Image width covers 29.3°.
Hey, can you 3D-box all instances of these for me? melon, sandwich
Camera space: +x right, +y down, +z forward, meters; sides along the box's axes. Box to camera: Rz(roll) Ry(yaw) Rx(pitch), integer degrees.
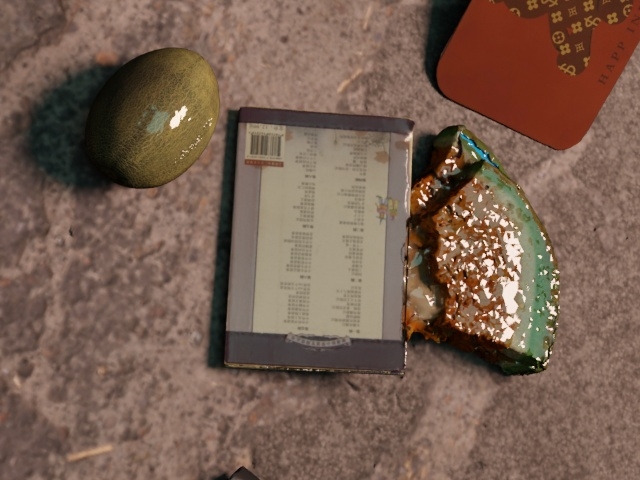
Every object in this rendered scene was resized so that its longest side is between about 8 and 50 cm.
[{"bbox_3d":[-0.136,-0.102,1.011,0.098,0.098,0.130,42,71,-13],"label":"melon"},{"bbox_3d":[0.143,0.007,1.125,0.159,0.079,0.235,1,81,-23],"label":"sandwich"}]

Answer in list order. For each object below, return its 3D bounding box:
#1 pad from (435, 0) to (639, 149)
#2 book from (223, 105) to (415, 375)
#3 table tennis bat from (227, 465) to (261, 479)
[{"bbox_3d":[0.237,-0.230,1.172,0.181,0.004,0.267,23,103,-20],"label":"pad"},{"bbox_3d":[0.000,0.000,1.075,0.157,0.026,0.231,4,79,-3],"label":"book"},{"bbox_3d":[0.020,0.264,1.021,0.236,0.150,0.027,34,111,1],"label":"table tennis bat"}]
